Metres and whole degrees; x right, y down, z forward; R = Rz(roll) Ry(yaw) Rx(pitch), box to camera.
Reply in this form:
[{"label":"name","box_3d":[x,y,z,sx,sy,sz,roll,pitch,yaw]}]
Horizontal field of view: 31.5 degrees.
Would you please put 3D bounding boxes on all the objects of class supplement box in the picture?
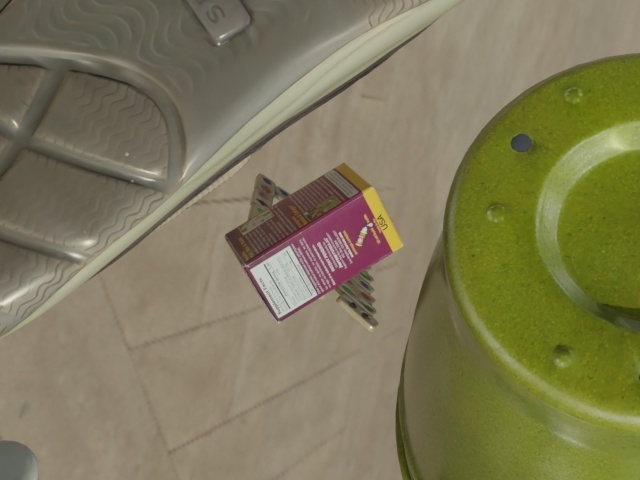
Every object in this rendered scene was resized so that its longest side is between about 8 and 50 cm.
[{"label":"supplement box","box_3d":[-0.004,0.000,0.633,0.043,0.083,0.055,61,-5,-25]}]

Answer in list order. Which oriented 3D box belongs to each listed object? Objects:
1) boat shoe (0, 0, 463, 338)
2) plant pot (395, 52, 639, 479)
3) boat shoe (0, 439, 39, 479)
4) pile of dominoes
[{"label":"boat shoe","box_3d":[-0.081,-0.045,0.378,0.355,0.132,0.130,-29,173,-10]},{"label":"plant pot","box_3d":[0.211,0.068,0.768,0.353,0.366,0.367,68,40,-61]},{"label":"boat shoe","box_3d":[-0.312,0.254,0.912,0.219,0.077,0.070,-38,152,-38]},{"label":"pile of dominoes","box_3d":[0.000,0.000,1.437,0.040,0.196,0.251,-51,-166,19]}]
